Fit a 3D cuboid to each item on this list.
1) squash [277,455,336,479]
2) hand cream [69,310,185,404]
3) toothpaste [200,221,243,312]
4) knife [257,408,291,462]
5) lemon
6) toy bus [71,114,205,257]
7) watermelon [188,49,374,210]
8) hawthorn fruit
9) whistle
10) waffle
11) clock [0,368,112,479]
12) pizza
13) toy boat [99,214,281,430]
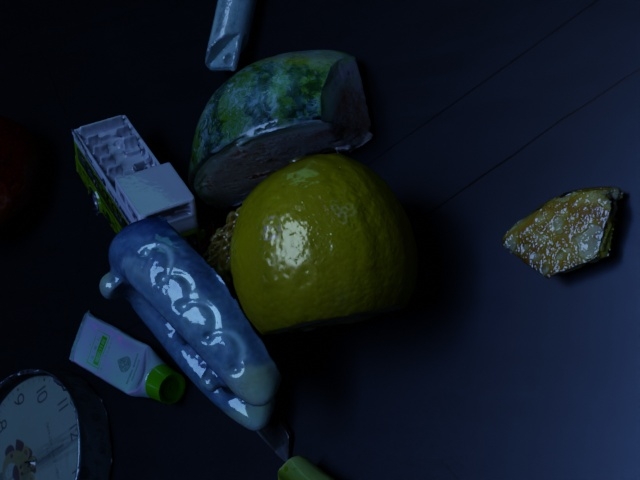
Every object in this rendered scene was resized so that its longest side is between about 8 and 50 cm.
[{"bbox_3d":[0.044,0.349,1.597,0.250,0.083,0.083,21,92,45],"label":"squash"},{"bbox_3d":[-0.303,0.183,1.963,0.275,0.050,0.079,20,64,46],"label":"hand cream"},{"bbox_3d":[-0.146,0.058,1.866,0.048,0.031,0.190,-48,48,31],"label":"toothpaste"},{"bbox_3d":[-0.096,0.221,1.787,0.060,0.028,0.230,-54,54,27],"label":"knife"},{"bbox_3d":[0.000,0.000,1.605,0.240,0.240,0.219,-14,85,37],"label":"lemon"},{"bbox_3d":[-0.281,-0.075,1.925,0.301,0.113,0.139,50,150,41],"label":"toy bus"},{"bbox_3d":[-0.083,-0.151,1.806,0.305,0.180,0.224,-25,19,37],"label":"watermelon"},{"bbox_3d":[-0.623,-0.128,2.174,0.230,0.266,0.210,-57,32,9],"label":"hawthorn fruit"},{"bbox_3d":[-0.117,-0.408,1.948,0.062,0.062,0.312,7,83,41],"label":"whistle"},{"bbox_3d":[-0.104,-0.004,1.784,0.191,0.038,0.191,-35,23,17],"label":"waffle"},{"bbox_3d":[-0.455,0.356,2.027,0.313,0.061,0.312,-12,70,38],"label":"clock"},{"bbox_3d":[0.291,-0.007,1.508,0.160,0.036,0.099,-28,61,33],"label":"pizza"},{"bbox_3d":[-0.183,0.117,1.704,0.123,0.215,0.330,-33,76,-16],"label":"toy boat"}]
